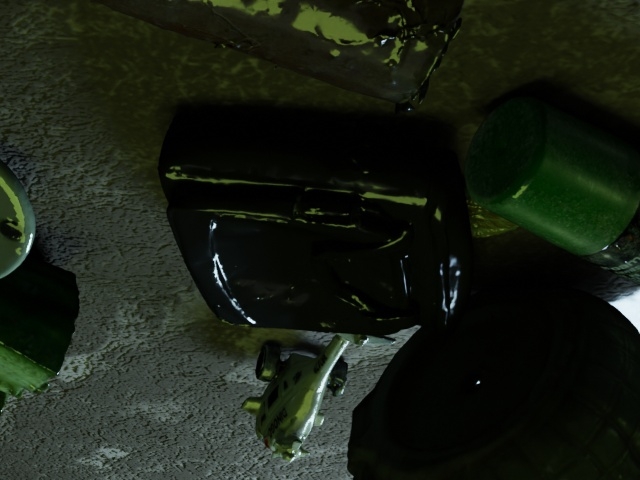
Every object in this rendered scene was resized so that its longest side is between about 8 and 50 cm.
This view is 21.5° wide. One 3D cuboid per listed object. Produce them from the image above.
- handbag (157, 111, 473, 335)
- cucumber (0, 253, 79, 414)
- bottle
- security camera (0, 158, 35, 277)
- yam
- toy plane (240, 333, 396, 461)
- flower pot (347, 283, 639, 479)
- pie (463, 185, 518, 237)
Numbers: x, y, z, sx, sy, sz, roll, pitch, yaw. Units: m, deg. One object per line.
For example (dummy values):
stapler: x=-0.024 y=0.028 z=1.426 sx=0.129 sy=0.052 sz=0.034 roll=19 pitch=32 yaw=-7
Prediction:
handbag: x=0.000 y=0.000 z=1.344 sx=0.244 sy=0.088 sz=0.275 roll=7 pitch=154 yaw=8
cucumber: x=-0.305 y=0.082 z=1.529 sx=0.130 sy=0.191 sz=0.191 roll=25 pitch=150 yaw=-36
bottle: x=0.256 y=-0.008 z=1.260 sx=0.330 sy=0.093 sz=0.093 roll=23 pitch=151 yaw=-31
security camera: x=-0.362 y=-0.010 z=1.438 sx=0.301 sy=0.080 sz=0.157 roll=-27 pitch=116 yaw=31
yam: x=-0.044 y=-0.167 z=0.967 sx=0.279 sy=0.131 sz=0.131 roll=17 pitch=153 yaw=-19
toy plane: x=-0.009 y=0.140 z=1.654 sx=0.092 sy=0.108 sz=0.286 roll=15 pitch=142 yaw=-14
flower pot: x=0.169 y=0.192 z=1.460 sx=0.302 sy=0.302 sz=0.213 roll=-16 pitch=127 yaw=41
pie: x=0.124 y=-0.024 z=1.349 sx=0.084 sy=0.021 sz=0.084 roll=4 pitch=158 yaw=1
